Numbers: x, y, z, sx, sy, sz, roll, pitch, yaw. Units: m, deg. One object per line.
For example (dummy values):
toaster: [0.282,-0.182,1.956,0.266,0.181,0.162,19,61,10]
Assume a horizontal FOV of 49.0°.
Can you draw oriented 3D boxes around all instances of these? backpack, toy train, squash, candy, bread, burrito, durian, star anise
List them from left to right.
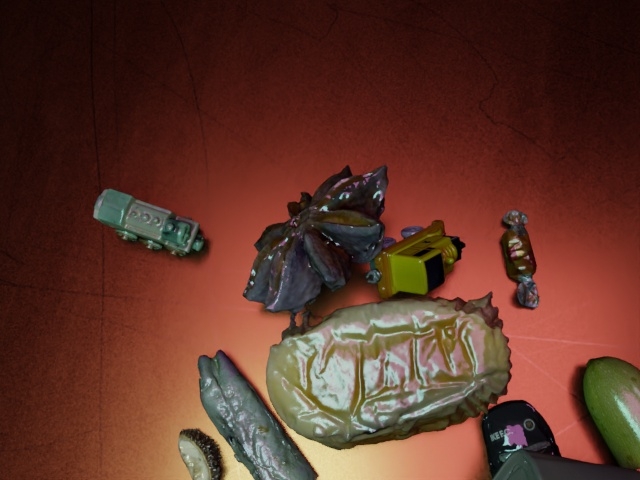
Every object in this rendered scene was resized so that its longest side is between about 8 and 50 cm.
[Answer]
toy train: [-0.310,-0.030,1.280,0.194,0.125,0.080,18,80,11]
durian: [-0.202,0.374,1.188,0.066,0.052,0.130,-29,74,-1]
burrito: [-0.118,0.322,1.189,0.096,0.066,0.309,-35,74,-11]
star anise: [-0.002,0.001,1.191,0.331,0.332,0.117,-47,111,-9]
bread: [0.111,0.213,1.132,0.389,0.183,0.235,-7,82,8]
toy train: [0.169,0.032,1.189,0.127,0.219,0.089,8,113,45]
candy: [0.354,0.029,1.241,0.053,0.046,0.181,-6,71,2]
backpack: [0.322,0.339,1.121,0.120,0.106,0.165,-25,76,2]
squash: [0.493,0.269,1.126,0.123,0.123,0.186,-25,69,-2]

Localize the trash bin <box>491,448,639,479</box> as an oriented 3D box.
trash bin: [0.371,0.416,0.974,0.250,0.219,0.219,18,116,-12]
